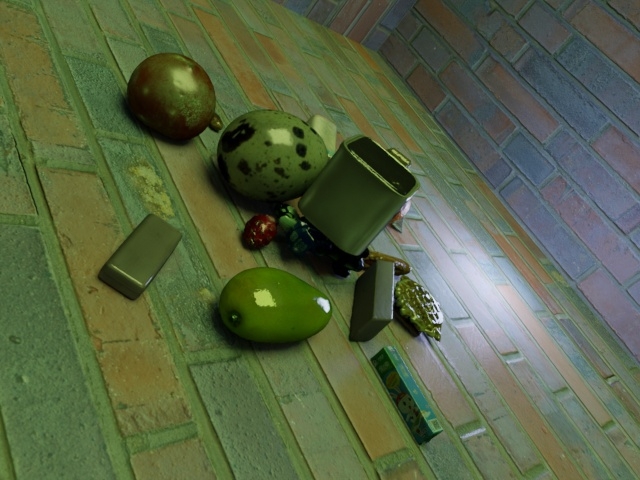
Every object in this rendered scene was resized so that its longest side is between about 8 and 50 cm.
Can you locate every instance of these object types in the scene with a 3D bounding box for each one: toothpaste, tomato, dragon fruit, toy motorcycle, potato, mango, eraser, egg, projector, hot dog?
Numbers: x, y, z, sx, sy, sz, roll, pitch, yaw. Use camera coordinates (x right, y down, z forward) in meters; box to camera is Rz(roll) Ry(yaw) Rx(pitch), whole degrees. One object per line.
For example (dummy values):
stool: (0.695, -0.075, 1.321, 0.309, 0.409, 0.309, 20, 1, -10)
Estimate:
toothpaste: (0.330, -0.099, 2.427, 0.056, 0.036, 0.205, 38, 33, -11)
tomato: (-0.442, -0.450, 1.778, 0.270, 0.222, 0.270, 27, 33, -19)
dragon fruit: (-0.163, -0.039, 1.700, 0.094, 0.094, 0.190, 43, 24, 1)
toothpaste: (0.232, 0.416, 1.581, 0.050, 0.065, 0.266, 3, 48, -44)
toy motorcycle: (0.000, 0.000, 1.774, 0.331, 0.125, 0.196, 29, 28, -30)
potato: (-0.364, -0.414, 2.006, 0.051, 0.040, 0.083, -3, 50, -45)
mango: (-0.098, 0.160, 1.439, 0.343, 0.156, 0.192, 12, 49, -47)
eraser: (0.162, 0.177, 1.770, 0.077, 0.111, 0.352, 37, 29, -13)
egg: (-0.141, -0.257, 1.807, 0.379, 0.287, 0.287, 10, 42, -39)
projector: (0.115, -0.139, 1.735, 0.248, 0.249, 0.248, 42, 27, 4)
hot dog: (0.192, 0.073, 1.997, 0.289, 0.068, 0.083, 14, 16, -33)

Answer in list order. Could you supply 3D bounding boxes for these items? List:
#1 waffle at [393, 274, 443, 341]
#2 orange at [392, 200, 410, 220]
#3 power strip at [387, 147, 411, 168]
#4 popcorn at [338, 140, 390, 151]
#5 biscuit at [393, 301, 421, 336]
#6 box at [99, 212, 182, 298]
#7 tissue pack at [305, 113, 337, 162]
waffle: (0.328, 0.213, 1.926, 0.204, 0.054, 0.223, 35, 31, -11)
orange: (0.268, -0.167, 2.295, 0.193, 0.161, 0.193, 49, 7, -8)
power strip: (0.148, -0.136, 1.925, 0.092, 0.387, 0.066, 39, 3, 3)
popcorn: (0.148, -0.197, 2.095, 0.275, 0.335, 0.279, 6, 9, 19)
biscuit: (0.321, 0.234, 1.973, 0.131, 0.026, 0.237, 48, 30, 7)
box: (-0.407, 0.031, 1.339, 0.103, 0.055, 0.243, 36, 30, -11)
tissue pack: (-0.039, -0.318, 2.106, 0.124, 0.201, 0.271, 38, 29, -20)
